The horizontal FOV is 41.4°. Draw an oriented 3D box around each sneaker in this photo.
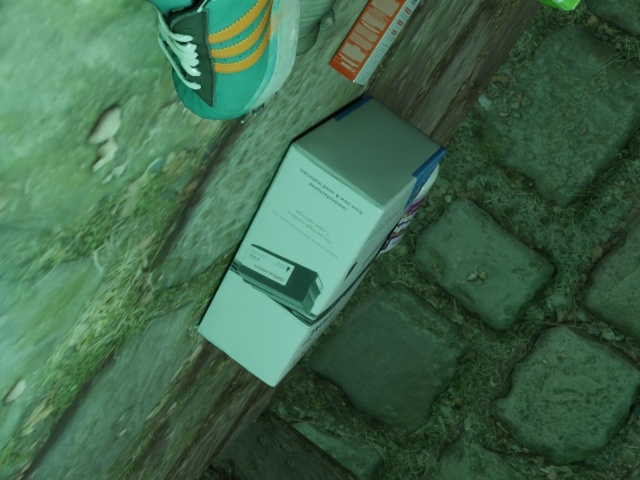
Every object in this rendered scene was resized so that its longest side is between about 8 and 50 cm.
[{"bbox_3d":[-0.075,-0.168,0.545,0.121,0.108,0.302,-26,165,-27],"label":"sneaker"}]

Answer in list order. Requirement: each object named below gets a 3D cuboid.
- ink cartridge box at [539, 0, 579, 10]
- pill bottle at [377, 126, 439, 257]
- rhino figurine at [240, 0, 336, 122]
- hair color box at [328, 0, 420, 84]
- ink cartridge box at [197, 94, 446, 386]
[{"bbox_3d":[0.184,-0.370,0.798,0.188,0.255,0.097,-56,-162,14],"label":"ink cartridge box"},{"bbox_3d":[0.100,-0.076,1.604,0.169,0.169,0.301,-49,170,-32],"label":"pill bottle"},{"bbox_3d":[-0.029,-0.197,0.733,0.243,0.073,0.106,-59,174,38],"label":"rhino figurine"},{"bbox_3d":[0.073,-0.272,1.097,0.141,0.043,0.072,-55,172,14],"label":"hair color box"},{"bbox_3d":[0.000,0.000,1.358,0.285,0.166,0.395,-42,166,-54],"label":"ink cartridge box"}]
